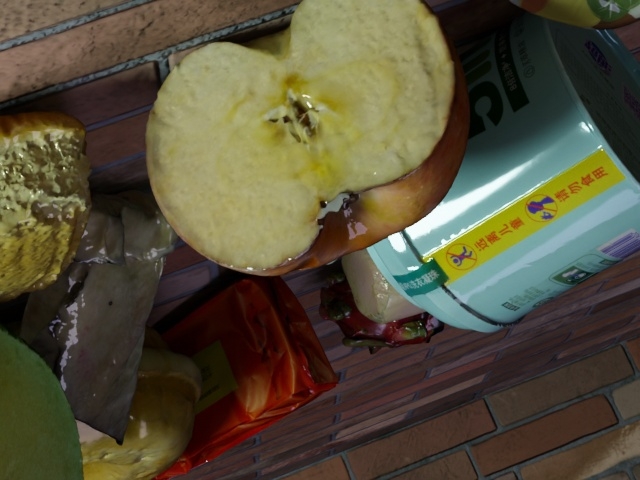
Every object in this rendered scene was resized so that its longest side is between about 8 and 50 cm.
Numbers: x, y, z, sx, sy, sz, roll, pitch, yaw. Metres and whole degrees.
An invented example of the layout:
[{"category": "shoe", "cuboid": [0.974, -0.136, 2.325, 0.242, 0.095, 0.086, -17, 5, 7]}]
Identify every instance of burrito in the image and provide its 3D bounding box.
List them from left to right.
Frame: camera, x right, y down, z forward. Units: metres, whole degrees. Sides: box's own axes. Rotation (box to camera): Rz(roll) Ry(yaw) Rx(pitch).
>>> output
[{"category": "burrito", "cuboid": [-0.258, 0.094, 1.526, 0.175, 0.107, 0.348, -10, 128, -41]}]

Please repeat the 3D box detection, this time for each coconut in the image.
[{"category": "coconut", "cuboid": [0.119, 0.035, 1.946, 0.153, 0.147, 0.147, -19, 162, -20]}]

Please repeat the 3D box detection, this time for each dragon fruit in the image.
[{"category": "dragon fruit", "cuboid": [0.087, 0.098, 2.077, 0.172, 0.160, 0.166, -12, -157, -14]}]

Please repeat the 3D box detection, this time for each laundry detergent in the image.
[{"category": "laundry detergent", "cuboid": [0.205, -0.069, 1.510, 0.305, 0.287, 0.287, -33, 160, 28]}]

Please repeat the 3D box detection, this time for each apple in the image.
[{"category": "apple", "cuboid": [0.007, -0.085, 1.275, 0.293, 0.251, 0.163, -27, 153, 12]}]

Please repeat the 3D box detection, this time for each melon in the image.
[{"category": "melon", "cuboid": [-0.449, 0.206, 1.420, 0.343, 0.226, 0.331, 5, 150, 15]}]

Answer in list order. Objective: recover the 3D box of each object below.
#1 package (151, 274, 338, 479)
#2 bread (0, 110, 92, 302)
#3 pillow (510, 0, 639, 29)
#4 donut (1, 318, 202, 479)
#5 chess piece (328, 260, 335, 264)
[{"category": "package", "cuboid": [-0.156, 0.202, 2.002, 0.423, 0.196, 0.123, -36, 164, 37]}, {"category": "bread", "cuboid": [-0.297, -0.026, 1.289, 0.174, 0.121, 0.245, -23, 163, -24]}, {"category": "pillow", "cuboid": [0.248, -0.282, 1.226, 0.214, 0.086, 0.233, 29, 138, -25]}, {"category": "donut", "cuboid": [-0.370, 0.242, 1.822, 0.449, 0.198, 0.449, -18, 157, -8]}, {"category": "chess piece", "cuboid": [0.000, 0.000, 1.869, 0.042, 0.042, 0.093, -24, 158, 1]}]
